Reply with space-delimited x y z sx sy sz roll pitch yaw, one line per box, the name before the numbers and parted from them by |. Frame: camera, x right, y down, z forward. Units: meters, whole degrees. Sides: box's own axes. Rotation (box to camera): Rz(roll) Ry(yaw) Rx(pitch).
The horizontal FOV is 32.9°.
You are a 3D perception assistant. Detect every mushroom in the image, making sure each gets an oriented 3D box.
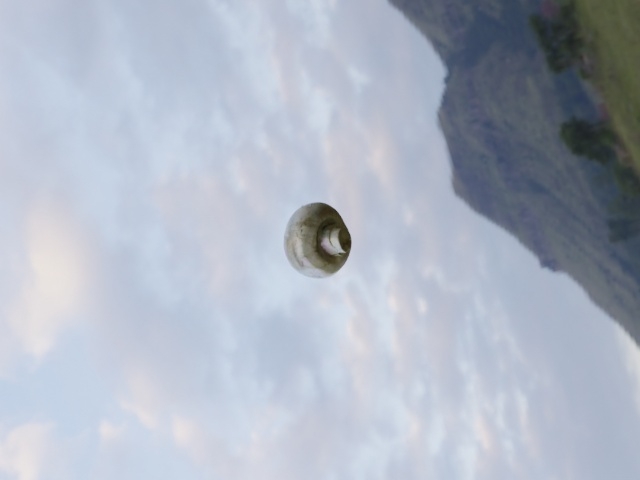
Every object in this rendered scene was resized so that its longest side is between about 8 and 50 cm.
mushroom | 0.000 0.000 1.162 0.084 0.068 0.083 14 -107 -54
